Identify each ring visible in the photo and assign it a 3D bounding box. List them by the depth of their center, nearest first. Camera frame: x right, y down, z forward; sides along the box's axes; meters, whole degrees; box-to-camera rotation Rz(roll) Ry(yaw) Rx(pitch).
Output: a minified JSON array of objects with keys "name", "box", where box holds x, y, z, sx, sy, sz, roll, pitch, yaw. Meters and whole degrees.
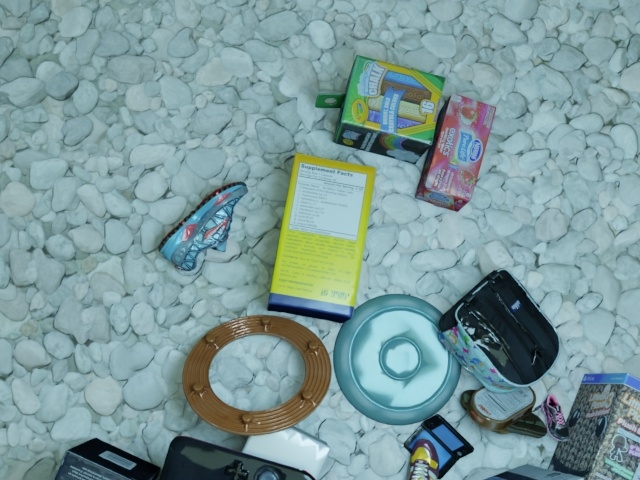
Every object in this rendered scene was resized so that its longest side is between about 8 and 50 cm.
[{"name":"ring","box":[-0.143,0.288,1.706,0.337,0.032,0.336,0,42,0]}]

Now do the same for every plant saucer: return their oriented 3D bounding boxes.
[{"name":"plant saucer","box":[0.190,0.284,1.830,0.318,0.044,0.317,1,79,-5]}]

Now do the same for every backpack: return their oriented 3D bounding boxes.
[{"name":"backpack","box":[0.420,0.226,1.774,0.225,0.191,0.253,-38,80,-27]}]

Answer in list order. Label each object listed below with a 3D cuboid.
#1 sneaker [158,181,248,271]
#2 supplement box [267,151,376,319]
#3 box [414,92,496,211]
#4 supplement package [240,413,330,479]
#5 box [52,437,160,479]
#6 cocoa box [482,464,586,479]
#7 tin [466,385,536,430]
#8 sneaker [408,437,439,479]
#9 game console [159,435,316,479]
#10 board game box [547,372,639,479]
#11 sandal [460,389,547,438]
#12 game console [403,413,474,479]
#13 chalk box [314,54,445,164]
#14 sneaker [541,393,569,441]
[{"name":"sneaker","box":[-0.262,-0.032,1.835,0.262,0.104,0.125,-44,103,-7]},{"name":"supplement box","box":[0.000,0.000,1.787,0.194,0.195,0.356,11,80,-3]},{"name":"box","box":[0.334,-0.216,1.889,0.123,0.128,0.257,18,78,-1]},{"name":"supplement package","box":[-0.118,0.552,1.685,0.177,0.175,0.293,26,79,2]},{"name":"box","box":[-0.487,0.595,1.587,0.183,0.296,0.294,25,80,0]},{"name":"cocoa box","box":[0.439,0.639,1.630,0.228,0.347,0.231,-17,80,-7]},{"name":"tin","box":[0.427,0.379,1.786,0.190,0.040,0.106,-18,44,-35]},{"name":"sneaker","box":[0.234,0.553,1.748,0.070,0.084,0.185,0,85,18]},{"name":"game console","box":[-0.195,0.628,1.548,0.342,0.060,0.386,16,80,0]},{"name":"board game box","box":[0.664,0.465,1.740,0.141,0.232,0.291,26,78,0]},{"name":"sandal","box":[0.432,0.426,1.815,0.219,0.060,0.090,20,34,-8]},{"name":"game console","box":[0.279,0.486,1.787,0.122,0.107,0.071,44,51,3]},{"name":"chalk box","box":[0.134,-0.325,1.866,0.289,0.180,0.179,15,79,-3]},{"name":"sneaker","box":[0.560,0.418,1.804,0.047,0.057,0.119,-6,45,-9]}]
